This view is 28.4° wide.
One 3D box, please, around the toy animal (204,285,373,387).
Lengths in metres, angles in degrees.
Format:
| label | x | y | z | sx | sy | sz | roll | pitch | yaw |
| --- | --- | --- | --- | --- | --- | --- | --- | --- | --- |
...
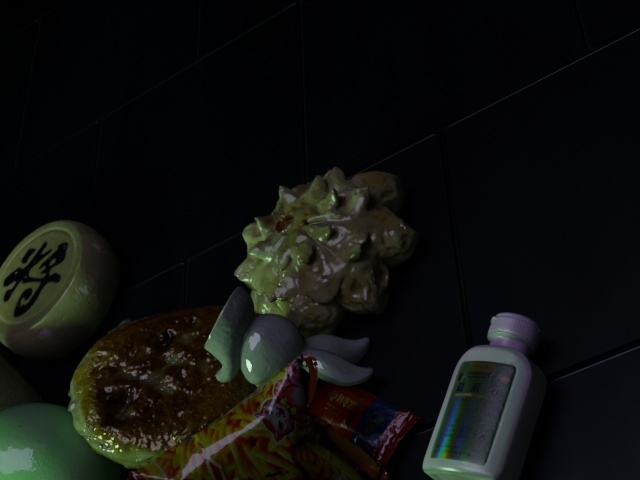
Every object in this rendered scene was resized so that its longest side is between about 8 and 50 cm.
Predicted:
| label | x | y | z | sx | sy | sz | roll | pitch | yaw |
| --- | --- | --- | --- | --- | --- | --- | --- | --- | --- |
| toy animal | -0.045 | 0.161 | 1.730 | 0.130 | 0.221 | 0.104 | -64 | 3 | 13 |

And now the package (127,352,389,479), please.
| label | x | y | z | sx | sy | sz | roll | pitch | yaw |
| --- | --- | --- | --- | --- | --- | --- | --- | --- | --- |
| package | -0.077 | 0.300 | 1.587 | 0.288 | 0.223 | 0.108 | -33 | 18 | -1 |

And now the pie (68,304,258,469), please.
| label | x | y | z | sx | sy | sz | roll | pitch | yaw |
| --- | --- | --- | --- | --- | --- | --- | --- | --- | --- |
| pie | -0.216 | 0.204 | 1.817 | 0.315 | 0.092 | 0.315 | -8 | 39 | 6 |

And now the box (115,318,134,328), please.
| label | x | y | z | sx | sy | sz | roll | pitch | yaw |
| --- | --- | --- | --- | --- | --- | --- | --- | --- | --- |
| box | -0.279 | 0.222 | 1.977 | 0.103 | 0.055 | 0.244 | -48 | 40 | 1 |

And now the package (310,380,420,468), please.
| label | x | y | z | sx | sy | sz | roll | pitch | yaw |
| --- | --- | --- | --- | --- | --- | --- | --- | --- | --- |
| package | 0.048 | 0.235 | 1.691 | 0.200 | 0.022 | 0.083 | 22 | 75 | 51 |

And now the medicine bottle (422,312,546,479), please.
| label | x | y | z | sx | sy | sz | roll | pitch | yaw |
| --- | --- | --- | --- | --- | --- | --- | --- | --- | --- |
| medicine bottle | 0.208 | 0.196 | 1.529 | 0.115 | 0.078 | 0.219 | -1 | 58 | 44 |

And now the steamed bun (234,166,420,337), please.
| label | x | y | z | sx | sy | sz | roll | pitch | yaw |
| --- | --- | --- | --- | --- | --- | --- | --- | --- | --- |
| steamed bun | 0.000 | 0.000 | 1.842 | 0.292 | 0.137 | 0.295 | -40 | 38 | 5 |

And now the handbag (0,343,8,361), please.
| label | x | y | z | sx | sy | sz | roll | pitch | yaw |
| --- | --- | --- | --- | --- | --- | --- | --- | --- | --- |
| handbag | -0.701 | 0.246 | 2.332 | 0.332 | 0.075 | 0.191 | 12 | 67 | 48 |

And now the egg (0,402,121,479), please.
| label | x | y | z | sx | sy | sz | roll | pitch | yaw |
| --- | --- | --- | --- | --- | --- | --- | --- | --- | --- |
| egg | -0.422 | 0.351 | 1.872 | 0.270 | 0.220 | 0.220 | -10 | 52 | 36 |

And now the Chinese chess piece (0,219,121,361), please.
| label | x | y | z | sx | sy | sz | roll | pitch | yaw |
| --- | --- | --- | --- | --- | --- | --- | --- | --- | --- |
| Chinese chess piece | -0.470 | 0.087 | 2.227 | 0.257 | 0.104 | 0.257 | -24 | 46 | 28 |

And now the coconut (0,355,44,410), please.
| label | x | y | z | sx | sy | sz | roll | pitch | yaw |
| --- | --- | --- | --- | --- | --- | --- | --- | --- | --- |
| coconut | -0.563 | 0.282 | 2.059 | 0.224 | 0.224 | 0.224 | -24 | 45 | 27 |
